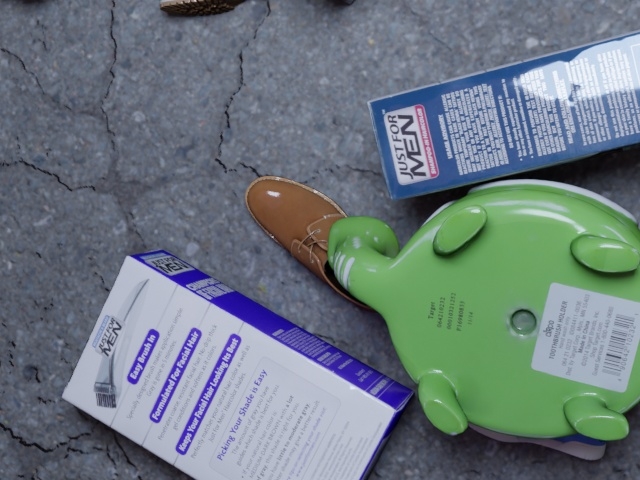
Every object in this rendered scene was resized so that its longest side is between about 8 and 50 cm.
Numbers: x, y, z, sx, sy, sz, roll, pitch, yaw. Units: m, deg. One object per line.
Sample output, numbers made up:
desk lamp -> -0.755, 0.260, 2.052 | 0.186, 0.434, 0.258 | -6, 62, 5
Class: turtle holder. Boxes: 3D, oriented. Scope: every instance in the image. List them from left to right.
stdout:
turtle holder -> 0.176, 0.062, 1.118 | 0.320, 0.227, 0.243 | -16, 100, 20

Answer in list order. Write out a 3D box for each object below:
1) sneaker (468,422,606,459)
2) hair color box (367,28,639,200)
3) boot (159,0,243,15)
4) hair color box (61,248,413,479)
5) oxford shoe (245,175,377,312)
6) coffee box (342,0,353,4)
sneaker -> 0.228, 0.170, 1.201 | 0.152, 0.058, 0.084 | 13, 102, 10
hair color box -> 0.238, -0.127, 1.123 | 0.347, 0.174, 0.105 | -12, 91, 16
boot -> -0.108, -0.299, 1.271 | 0.158, 0.059, 0.084 | -15, 86, 7
hair color box -> -0.092, 0.169, 1.266 | 0.339, 0.110, 0.185 | 29, 101, 10
oxford shoe -> 0.000, 0.000, 1.248 | 0.212, 0.076, 0.076 | 37, 103, 12
coffee box -> 0.074, -0.365, 1.170 | 0.246, 0.141, 0.098 | -41, 83, 13
